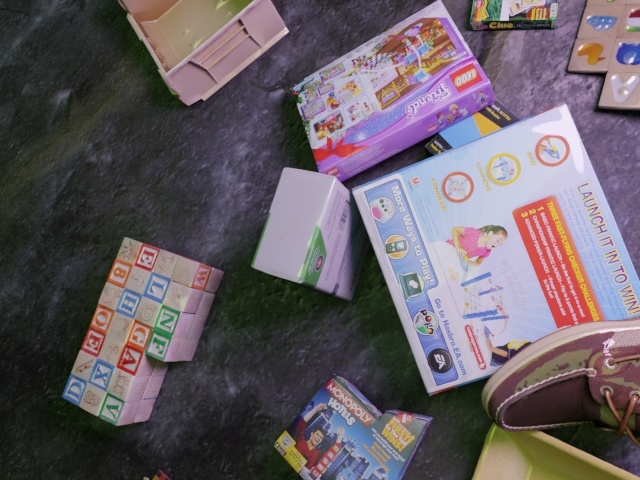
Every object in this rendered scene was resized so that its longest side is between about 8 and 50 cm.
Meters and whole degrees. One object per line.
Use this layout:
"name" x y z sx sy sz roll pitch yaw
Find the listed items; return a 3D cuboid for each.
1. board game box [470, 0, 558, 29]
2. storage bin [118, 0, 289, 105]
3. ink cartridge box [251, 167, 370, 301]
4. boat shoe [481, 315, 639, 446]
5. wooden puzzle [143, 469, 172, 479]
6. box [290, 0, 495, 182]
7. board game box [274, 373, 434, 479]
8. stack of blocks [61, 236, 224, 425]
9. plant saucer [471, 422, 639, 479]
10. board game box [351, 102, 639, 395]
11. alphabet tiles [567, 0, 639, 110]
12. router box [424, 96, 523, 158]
"board game box" 0.338 -0.479 0.891 0.136 0.030 0.260 6 79 23
"storage bin" -0.241 -0.448 1.034 0.260 0.123 0.262 -36 69 8
"ink cartridge box" 0.000 0.000 0.798 0.086 0.208 0.153 14 81 25
"boat shoe" 0.365 0.170 0.617 0.341 0.123 0.123 -19 33 11
"wooden puzzle" -0.270 0.427 0.898 0.083 0.006 0.049 31 89 23
"box" 0.107 -0.242 0.874 0.293 0.057 0.201 -26 59 15
"board game box" 0.065 0.301 0.783 0.194 0.060 0.194 42 92 23
"stack of blocks" -0.309 0.162 0.930 0.171 0.087 0.298 17 83 22
"plant saucer" 0.309 0.427 0.605 0.332 0.081 0.333 15 81 49
"board game box" 0.240 0.017 0.736 0.301 0.086 0.309 -21 86 13
"alphabet tiles" 0.540 -0.343 0.767 0.285 0.011 0.343 14 82 33
"router box" 0.271 -0.127 0.820 0.133 0.046 0.179 -43 68 5
